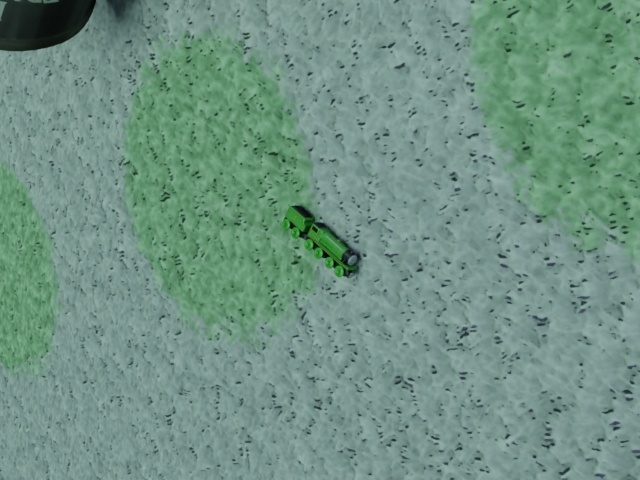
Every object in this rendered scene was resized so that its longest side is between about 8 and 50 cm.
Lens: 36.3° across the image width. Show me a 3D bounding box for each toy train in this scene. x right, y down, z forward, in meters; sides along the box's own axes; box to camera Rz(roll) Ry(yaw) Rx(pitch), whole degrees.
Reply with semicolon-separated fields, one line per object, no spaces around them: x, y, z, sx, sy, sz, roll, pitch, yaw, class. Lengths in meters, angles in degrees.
0.000;0.000;0.783;0.083;0.017;0.024;40;115;32;toy train

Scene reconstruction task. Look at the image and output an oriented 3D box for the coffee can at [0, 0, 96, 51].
-0.246;-0.324;0.805;0.201;0.201;0.275;59;138;18;coffee can
